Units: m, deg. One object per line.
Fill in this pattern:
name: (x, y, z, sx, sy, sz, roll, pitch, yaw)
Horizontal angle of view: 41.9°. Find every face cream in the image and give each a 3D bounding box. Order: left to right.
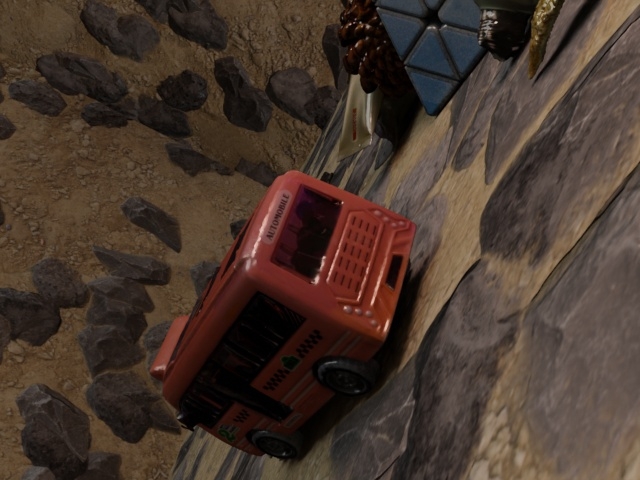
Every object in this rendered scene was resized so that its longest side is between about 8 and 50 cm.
face cream: (0.097, -0.322, 1.626, 0.137, 0.084, 0.341, -19, 55, 62)

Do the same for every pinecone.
pinecone: (0.137, -0.379, 1.486, 0.221, 0.221, 0.221, -62, 7, 14)

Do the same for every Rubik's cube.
Rubik's cube: (0.213, -0.375, 1.319, 0.233, 0.229, 0.228, -24, 65, 15)

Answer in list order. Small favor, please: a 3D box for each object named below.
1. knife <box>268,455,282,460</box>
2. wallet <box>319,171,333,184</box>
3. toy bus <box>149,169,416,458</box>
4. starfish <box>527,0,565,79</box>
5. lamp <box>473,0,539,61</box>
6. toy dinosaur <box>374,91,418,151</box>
knife: (-0.040, 0.239, 1.337, 0.265, 0.040, 0.073, -73, 3, -51)
wallet: (-0.038, -0.012, 1.862, 0.146, 0.030, 0.285, -70, 2, -63)
toy bus: (-0.057, 0.115, 1.092, 0.427, 0.233, 0.203, -52, 14, 50)
starfish: (0.292, -0.322, 0.837, 0.358, 0.078, 0.347, -61, 10, 22)
lamp: (0.240, -0.402, 1.042, 0.182, 0.182, 0.314, 180, 114, -82)
toy dinosaur: (0.155, -0.295, 1.696, 0.162, 0.077, 0.294, -60, 7, 31)
